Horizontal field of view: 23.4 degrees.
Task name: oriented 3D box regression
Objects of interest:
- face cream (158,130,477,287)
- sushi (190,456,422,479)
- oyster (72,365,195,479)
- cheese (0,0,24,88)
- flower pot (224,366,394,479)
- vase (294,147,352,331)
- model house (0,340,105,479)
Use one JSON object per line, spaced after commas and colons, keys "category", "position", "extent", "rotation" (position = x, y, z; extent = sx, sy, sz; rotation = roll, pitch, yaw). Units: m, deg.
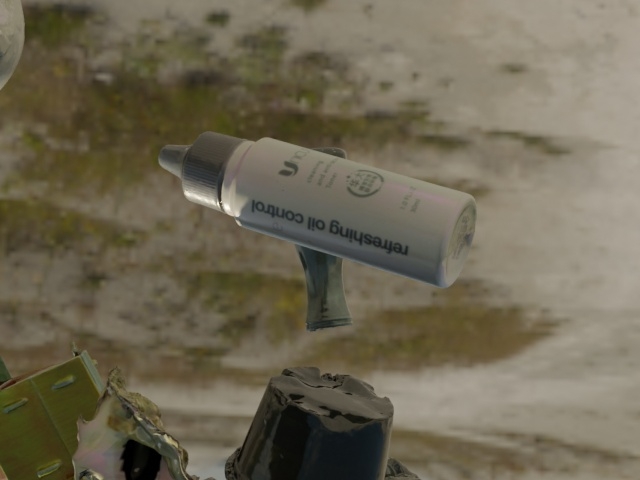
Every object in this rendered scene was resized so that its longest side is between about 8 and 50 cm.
{"category": "face cream", "position": [-0.013, -0.041, 1.435], "extent": [0.311, 0.092, 0.092], "rotation": [18, 178, 21]}
{"category": "sushi", "position": [-0.063, 0.328, 1.627], "extent": [0.417, 0.176, 0.417], "rotation": [-4, -175, 0]}
{"category": "oyster", "position": [-0.139, 0.209, 1.278], "extent": [0.072, 0.133, 0.209], "rotation": [6, -160, -46]}
{"category": "cheese", "position": [-0.343, -0.192, 1.323], "extent": [0.154, 0.198, 0.189], "rotation": [-25, 168, 29]}
{"category": "flower pot", "position": [0.001, 0.184, 1.417], "extent": [0.157, 0.107, 0.157], "rotation": [15, -164, -5]}
{"category": "vase", "position": [0.000, 0.000, 1.851], "extent": [0.086, 0.214, 0.086], "rotation": [-6, 175, -1]}
{"category": "model house", "position": [-0.409, 0.301, 2.079], "extent": [0.323, 0.300, 0.340], "rotation": [-19, -170, 41]}
